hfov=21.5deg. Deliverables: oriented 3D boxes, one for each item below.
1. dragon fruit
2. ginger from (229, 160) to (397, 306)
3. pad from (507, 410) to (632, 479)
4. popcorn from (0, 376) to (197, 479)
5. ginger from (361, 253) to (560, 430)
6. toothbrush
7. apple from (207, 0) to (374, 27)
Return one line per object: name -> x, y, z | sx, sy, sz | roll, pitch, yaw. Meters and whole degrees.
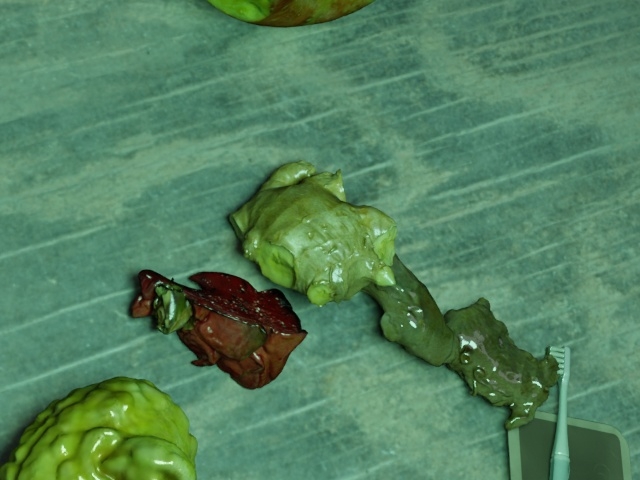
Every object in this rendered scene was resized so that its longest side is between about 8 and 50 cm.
dragon fruit -> -0.110, 0.071, 1.845 | 0.192, 0.092, 0.122 | 26, 67, -13
ginger -> 0.000, 0.000, 1.886 | 0.216, 0.102, 0.157 | 34, 51, 27
pad -> 0.297, 0.327, 1.949 | 0.176, 0.002, 0.266 | 13, 59, -24
popcorn -> -0.212, 0.241, 1.698 | 0.226, 0.203, 0.200 | -6, 87, -42
ginger -> 0.149, 0.102, 1.946 | 0.290, 0.084, 0.122 | 35, 72, -9
toothbrush -> 0.272, 0.273, 1.942 | 0.030, 0.025, 0.342 | 12, 59, -11
apple -> -0.026, -0.413, 1.894 | 0.339, 0.339, 0.339 | 6, 73, -20
